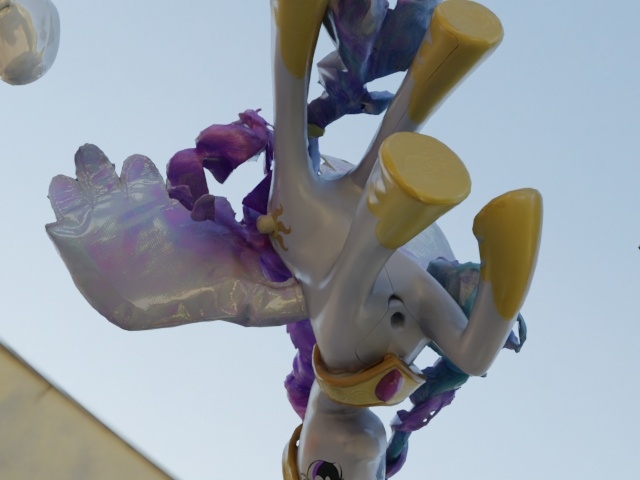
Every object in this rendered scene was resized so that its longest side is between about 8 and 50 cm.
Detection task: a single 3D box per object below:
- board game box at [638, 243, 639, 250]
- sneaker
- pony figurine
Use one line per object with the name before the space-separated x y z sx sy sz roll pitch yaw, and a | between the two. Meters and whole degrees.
board game box | 0.253 0.010 0.673 0.048 0.141 0.170 -19 -60 44
sneaker | -0.294 -0.236 1.078 0.080 0.212 0.094 -24 -24 13
pony figurine | 0.000 0.000 0.785 0.363 0.303 0.351 106 -30 -42
